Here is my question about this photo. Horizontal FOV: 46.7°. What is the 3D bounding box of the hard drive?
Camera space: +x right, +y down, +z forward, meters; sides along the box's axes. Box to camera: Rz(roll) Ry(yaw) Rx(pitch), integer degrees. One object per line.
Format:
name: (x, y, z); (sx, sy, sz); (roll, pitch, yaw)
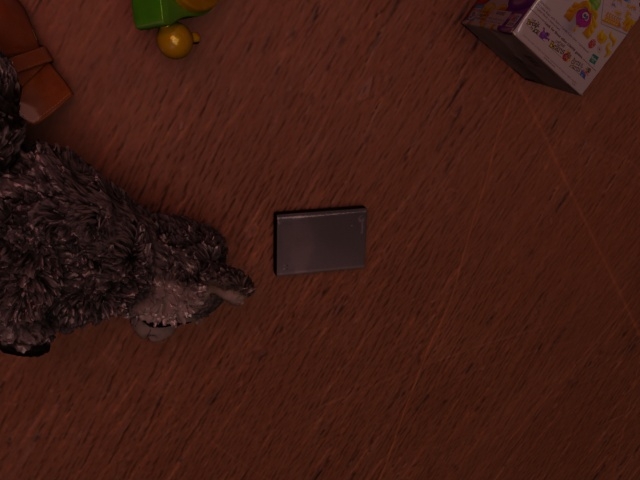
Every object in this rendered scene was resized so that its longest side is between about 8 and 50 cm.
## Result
hard drive: (0.000, 0.000, 1.070); (0.135, 0.022, 0.094); (-5, 112, -17)

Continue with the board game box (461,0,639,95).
board game box: (0.345, -0.355, 0.978); (0.144, 0.142, 0.275); (32, 98, -26)

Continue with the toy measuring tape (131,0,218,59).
toy measuring tape: (-0.169, -0.371, 0.833); (0.122, 0.121, 0.329); (-7, 98, -16)

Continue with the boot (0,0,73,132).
boot: (-0.444, -0.174, 0.821); (0.283, 0.109, 0.220); (-39, 122, -9)

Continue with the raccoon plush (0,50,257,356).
raccoon plush: (-0.225, -0.038, 0.819); (0.300, 0.216, 0.446); (-11, 143, -18)
